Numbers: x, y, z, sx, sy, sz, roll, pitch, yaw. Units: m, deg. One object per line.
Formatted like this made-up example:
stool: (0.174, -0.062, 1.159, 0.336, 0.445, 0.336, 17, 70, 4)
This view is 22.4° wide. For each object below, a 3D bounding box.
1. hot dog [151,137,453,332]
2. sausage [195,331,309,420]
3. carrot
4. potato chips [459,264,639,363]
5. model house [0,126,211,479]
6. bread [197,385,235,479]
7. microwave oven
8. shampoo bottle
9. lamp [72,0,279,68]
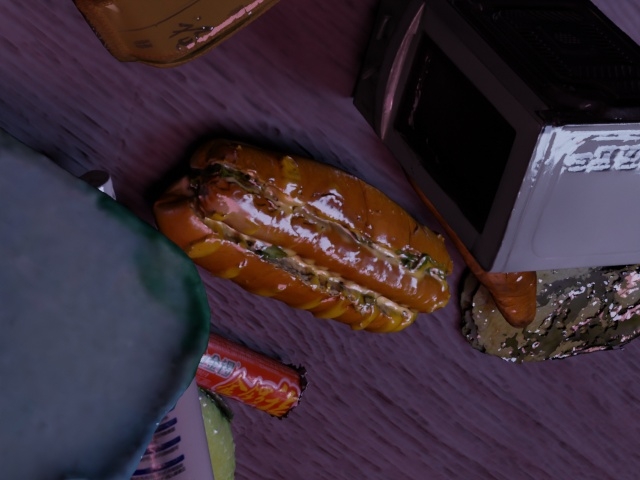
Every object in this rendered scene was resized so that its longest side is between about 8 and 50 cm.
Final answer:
hot dog: (0.000, 0.000, 1.174, 0.269, 0.072, 0.115, 21, 107, -39)
sausage: (-0.074, 0.094, 1.227, 0.050, 0.048, 0.145, -16, 148, 39)
carrot: (0.125, -0.006, 1.239, 0.059, 0.059, 0.248, -34, 132, 0)
potato chips: (0.217, 0.031, 1.357, 0.220, 0.029, 0.202, 30, 109, -40)
model house: (-0.256, 0.081, 0.995, 0.280, 0.230, 0.249, 35, 143, -12)
bread: (-0.195, 0.214, 1.262, 0.301, 0.045, 0.301, -17, 134, -18)
microwave oven: (0.138, -0.089, 1.073, 0.162, 0.208, 0.122, -4, 128, -27)
shampoo bottle: (-0.134, 0.091, 1.129, 0.092, 0.092, 0.303, -17, 120, -16)
lamp: (-0.069, -0.195, 0.907, 0.185, 0.161, 0.161, -33, 136, 0)
